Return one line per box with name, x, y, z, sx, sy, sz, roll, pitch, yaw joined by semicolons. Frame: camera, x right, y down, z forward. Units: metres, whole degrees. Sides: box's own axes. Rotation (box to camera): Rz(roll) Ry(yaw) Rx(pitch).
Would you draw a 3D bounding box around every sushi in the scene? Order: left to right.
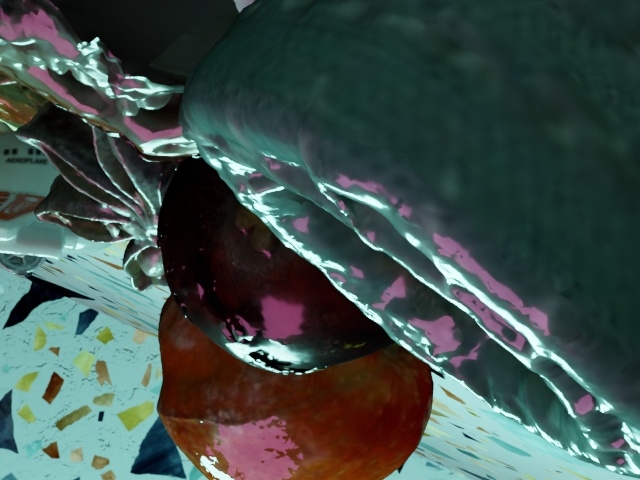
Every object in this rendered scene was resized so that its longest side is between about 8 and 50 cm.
sushi;-0.148;-0.141;0.489;0.332;0.124;0.130;28;167;-18

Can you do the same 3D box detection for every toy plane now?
toy plane;-0.286;-0.051;1.116;0.252;0.118;0.252;14;-161;-5

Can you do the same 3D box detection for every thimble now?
thimble;0.071;-0.028;0.417;0.198;0.143;0.235;37;171;16

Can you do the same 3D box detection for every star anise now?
star anise;-0.091;-0.035;0.879;0.223;0.109;0.236;20;152;8

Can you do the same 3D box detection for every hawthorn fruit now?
hawthorn fruit;0.004;0.098;1.035;0.272;0.242;0.242;-17;143;33

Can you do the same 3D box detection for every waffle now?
waffle;-0.305;-0.148;0.991;0.125;0.032;0.191;18;168;40

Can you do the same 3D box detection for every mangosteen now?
mangosteen;0.000;0.000;0.711;0.166;0.166;0.180;19;174;30

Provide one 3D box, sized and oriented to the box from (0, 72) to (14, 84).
box;-0.176;-0.134;0.636;0.177;0.111;0.111;17;165;38
